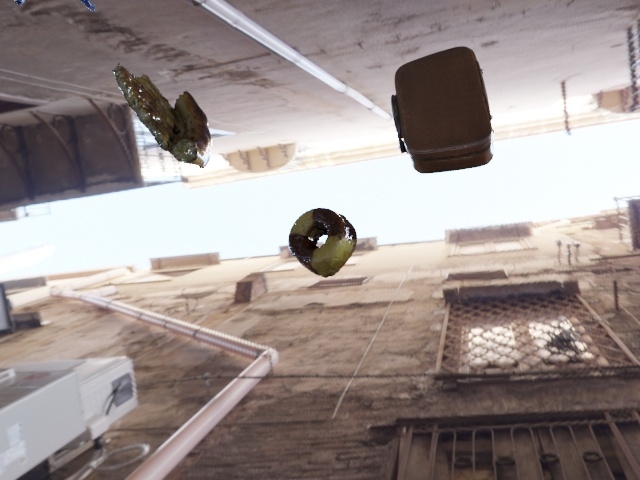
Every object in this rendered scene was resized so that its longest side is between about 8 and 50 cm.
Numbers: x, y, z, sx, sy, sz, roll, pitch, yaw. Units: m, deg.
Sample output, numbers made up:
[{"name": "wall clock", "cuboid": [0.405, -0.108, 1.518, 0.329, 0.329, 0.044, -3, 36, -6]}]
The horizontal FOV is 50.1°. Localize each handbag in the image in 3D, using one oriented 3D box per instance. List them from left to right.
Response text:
[{"name": "handbag", "cuboid": [0.187, -0.201, 1.065, 0.151, 0.072, 0.193, -9, -117, 14]}]

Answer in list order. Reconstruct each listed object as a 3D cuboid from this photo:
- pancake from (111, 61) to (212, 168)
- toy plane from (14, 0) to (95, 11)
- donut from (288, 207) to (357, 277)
[{"name": "pancake", "cuboid": [-0.246, -0.208, 1.187, 0.056, 0.212, 0.257, -40, -106, 13]}, {"name": "toy plane", "cuboid": [-0.459, -0.413, 1.132, 0.167, 0.054, 0.062, 6, -58, -21]}, {"name": "donut", "cuboid": [0.000, 0.000, 1.310, 0.140, 0.059, 0.140, -14, -118, 28]}]
